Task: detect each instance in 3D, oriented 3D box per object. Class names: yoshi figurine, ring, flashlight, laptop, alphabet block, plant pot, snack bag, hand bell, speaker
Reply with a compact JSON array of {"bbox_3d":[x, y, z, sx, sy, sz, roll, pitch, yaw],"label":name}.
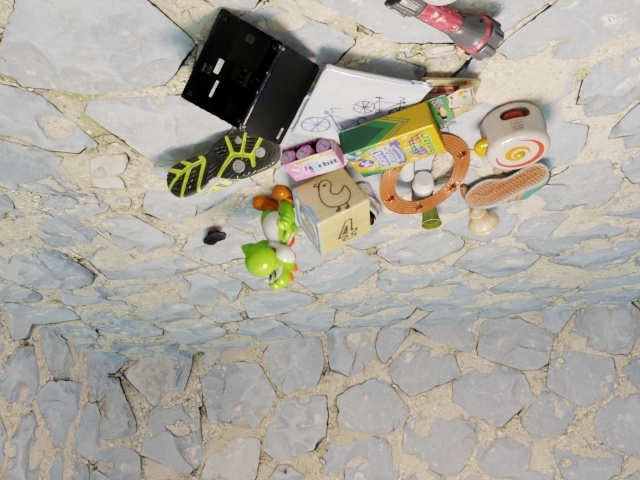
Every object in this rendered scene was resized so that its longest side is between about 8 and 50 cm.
[{"bbox_3d":[-0.179,-0.013,1.980,0.203,0.362,0.203,-2,153,-2],"label":"yoshi figurine"},{"bbox_3d":[0.355,-0.209,1.905,0.336,0.032,0.337,-14,138,-13],"label":"ring"},{"bbox_3d":[0.296,-0.525,1.343,0.304,0.103,0.103,14,149,-32],"label":"flashlight"},{"bbox_3d":[-0.171,-0.401,1.433,0.264,0.136,0.234,28,103,-5],"label":"laptop"},{"bbox_3d":[0.038,-0.099,1.945,0.197,0.192,0.193,-27,149,-13],"label":"alphabet block"},{"bbox_3d":[0.426,-0.096,2.210,0.083,0.079,0.083,-4,153,-2],"label":"plant pot"},{"bbox_3d":[0.103,-0.382,1.630,0.323,0.037,0.342,6,158,-16],"label":"snack bag"},{"bbox_3d":[0.582,-0.135,2.166,0.126,0.126,0.242,-19,136,26],"label":"hand bell"},{"bbox_3d":[0.289,-0.257,1.908,0.055,0.055,0.136,-7,152,6],"label":"speaker"}]

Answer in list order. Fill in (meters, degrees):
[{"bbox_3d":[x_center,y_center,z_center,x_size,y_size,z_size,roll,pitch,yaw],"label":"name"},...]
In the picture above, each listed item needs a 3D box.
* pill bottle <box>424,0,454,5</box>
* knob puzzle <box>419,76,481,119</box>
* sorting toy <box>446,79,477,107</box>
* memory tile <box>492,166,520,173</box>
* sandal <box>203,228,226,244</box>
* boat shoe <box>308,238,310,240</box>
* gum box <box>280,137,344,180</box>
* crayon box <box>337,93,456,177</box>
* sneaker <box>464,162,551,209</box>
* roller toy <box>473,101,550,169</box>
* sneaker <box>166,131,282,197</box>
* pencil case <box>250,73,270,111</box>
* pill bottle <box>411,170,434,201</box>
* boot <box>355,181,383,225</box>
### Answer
[{"bbox_3d":[0.236,-0.577,1.148,0.108,0.180,0.108,-3,153,-2],"label":"pill bottle"},{"bbox_3d":[0.354,-0.408,1.654,0.213,0.030,0.213,-4,153,-2],"label":"knob puzzle"},{"bbox_3d":[0.388,-0.400,1.575,0.075,0.045,0.083,-24,149,9],"label":"sorting toy"},{"bbox_3d":[0.649,-0.280,1.960,0.113,0.012,0.148,-11,151,13],"label":"memory tile"},{"bbox_3d":[-0.429,-0.019,2.293,0.067,0.040,0.179,17,161,-25],"label":"sandal"},{"bbox_3d":[0.000,0.000,2.329,0.095,0.084,0.258,-16,150,21],"label":"boat shoe"},{"bbox_3d":[-0.030,-0.264,1.842,0.188,0.062,0.107,-15,150,20],"label":"gum box"},{"bbox_3d":[0.239,-0.300,1.684,0.323,0.083,0.203,-17,161,18],"label":"crayon box"},{"bbox_3d":[0.677,-0.176,2.046,0.302,0.108,0.121,-20,157,23],"label":"sneaker"},{"bbox_3d":[0.594,-0.313,1.743,0.209,0.146,0.191,13,148,-28],"label":"roller toy"},{"bbox_3d":[-0.298,-0.244,1.808,0.384,0.145,0.147,-15,-179,15],"label":"sneaker"},{"bbox_3d":[-0.191,-0.405,1.497,0.273,0.113,0.124,10,131,-26],"label":"pencil case"},{"bbox_3d":[0.365,-0.184,2.034,0.078,0.078,0.137,-6,152,3],"label":"pill bottle"},{"bbox_3d":[0.179,-0.104,2.112,0.095,0.123,0.258,-13,151,17],"label":"boot"}]
